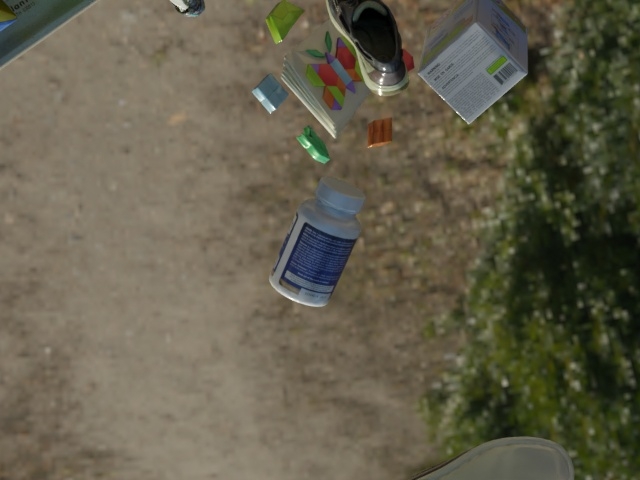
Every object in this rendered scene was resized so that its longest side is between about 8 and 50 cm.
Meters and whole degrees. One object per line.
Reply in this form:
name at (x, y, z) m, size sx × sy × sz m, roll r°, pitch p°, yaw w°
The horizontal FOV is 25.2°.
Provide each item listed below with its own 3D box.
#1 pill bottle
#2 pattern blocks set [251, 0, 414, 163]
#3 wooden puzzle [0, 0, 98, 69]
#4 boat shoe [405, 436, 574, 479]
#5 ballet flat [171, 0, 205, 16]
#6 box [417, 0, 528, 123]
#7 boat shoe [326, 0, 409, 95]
pill bottle at (0.000, 0.000, 1.432) m, size 0.067 × 0.067 × 0.120 m, roll 13°, pitch 110°, yaw -31°
pattern blocks set at (0.023, -0.269, 2.299) m, size 0.285 × 0.325 × 0.026 m, roll 41°, pitch 139°, yaw -20°
wooden puzzle at (-0.336, -0.312, 1.360) m, size 0.322 × 0.080 × 0.348 m, roll -37°, pitch 139°, yaw -9°
boat shoe at (0.169, 0.317, 1.753) m, size 0.305 × 0.109 × 0.091 m, roll -15°, pitch 170°, yaw -25°
ballet flat at (-0.182, -0.316, 1.720) m, size 0.041 × 0.114 × 0.041 m, roll -37°, pitch -177°, yaw 2°
box at (0.216, -0.267, 2.007) m, size 0.103 × 0.203 × 0.114 m, roll 43°, pitch 115°, yaw -13°
boat shoe at (0.067, -0.299, 1.958) m, size 0.080 × 0.223 × 0.073 m, roll -14°, pitch 147°, yaw -11°
